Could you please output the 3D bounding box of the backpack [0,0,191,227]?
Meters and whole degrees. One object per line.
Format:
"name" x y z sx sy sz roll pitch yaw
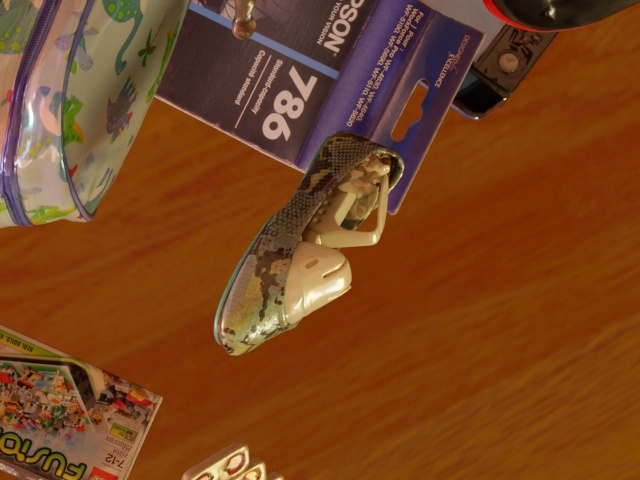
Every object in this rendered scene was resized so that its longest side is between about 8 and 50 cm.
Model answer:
"backpack" -0.190 -0.182 0.985 0.273 0.290 0.355 38 74 3

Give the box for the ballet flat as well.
"ballet flat" 0.000 0.000 0.958 0.070 0.070 0.188 25 55 5

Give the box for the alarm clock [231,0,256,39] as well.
"alarm clock" -0.001 -0.146 0.379 0.192 0.129 0.064 -47 48 19

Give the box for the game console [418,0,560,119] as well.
"game console" 0.154 -0.312 2.016 0.293 0.173 0.250 37 82 7

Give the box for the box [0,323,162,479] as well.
"box" -0.255 0.148 1.345 0.207 0.036 0.114 24 64 -6

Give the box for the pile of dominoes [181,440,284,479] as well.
"pile of dominoes" -0.079 0.276 1.223 0.196 0.251 0.040 -46 52 -8

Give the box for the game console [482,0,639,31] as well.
"game console" 0.186 -0.286 0.814 0.342 0.386 0.060 -25 52 15

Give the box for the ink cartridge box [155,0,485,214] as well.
"ink cartridge box" -0.052 -0.164 1.224 0.333 0.065 0.165 27 93 20
